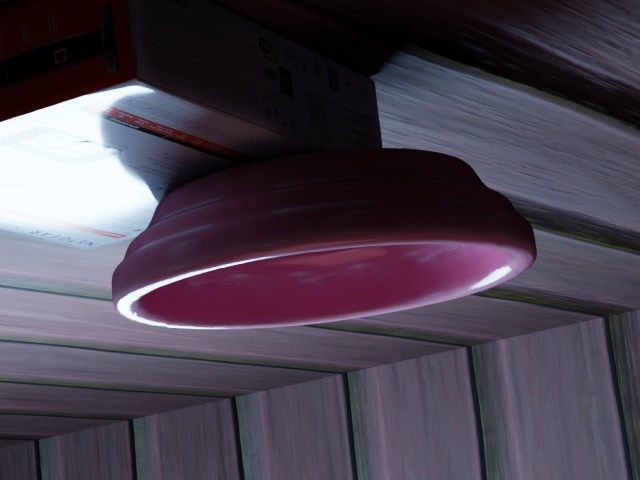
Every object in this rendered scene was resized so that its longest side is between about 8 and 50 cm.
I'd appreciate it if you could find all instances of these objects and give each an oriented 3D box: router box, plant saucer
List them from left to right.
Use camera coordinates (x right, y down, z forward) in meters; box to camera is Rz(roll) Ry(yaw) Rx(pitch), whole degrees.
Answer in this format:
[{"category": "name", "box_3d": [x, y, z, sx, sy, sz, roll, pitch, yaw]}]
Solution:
[{"category": "router box", "box_3d": [-0.162, -0.082, 1.237, 0.301, 0.082, 0.335, -13, 166, 27]}, {"category": "plant saucer", "box_3d": [0.000, 0.000, 1.305, 0.332, 0.084, 0.332, -7, 167, -1]}]
